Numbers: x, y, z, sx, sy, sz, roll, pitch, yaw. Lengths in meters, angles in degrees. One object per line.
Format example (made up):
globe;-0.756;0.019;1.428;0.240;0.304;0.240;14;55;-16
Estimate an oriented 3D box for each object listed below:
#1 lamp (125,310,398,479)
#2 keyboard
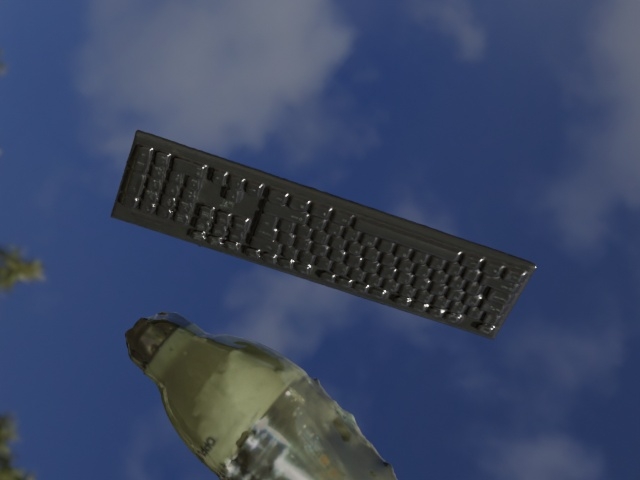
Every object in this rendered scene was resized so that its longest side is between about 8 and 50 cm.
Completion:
lamp;-0.035;0.138;1.338;0.101;0.250;0.101;-49;172;-9
keyboard;0.000;0.000;0.914;0.067;0.202;0.011;115;-8;-49
